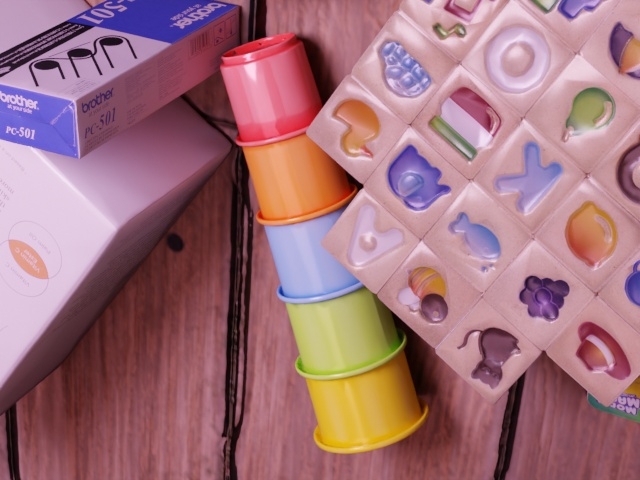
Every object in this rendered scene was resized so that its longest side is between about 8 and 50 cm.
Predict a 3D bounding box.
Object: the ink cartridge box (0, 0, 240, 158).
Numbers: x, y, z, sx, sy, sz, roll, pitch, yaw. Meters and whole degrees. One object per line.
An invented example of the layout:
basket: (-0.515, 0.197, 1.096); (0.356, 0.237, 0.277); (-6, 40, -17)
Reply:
ink cartridge box: (-0.151, -0.126, 1.005); (0.097, 0.207, 0.046); (15, 122, 24)

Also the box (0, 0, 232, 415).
box: (-0.269, -0.016, 1.162); (0.215, 0.168, 0.345); (45, 128, 2)

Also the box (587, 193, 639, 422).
box: (0.247, 0.052, 0.970); (0.105, 0.043, 0.179); (17, 120, 22)

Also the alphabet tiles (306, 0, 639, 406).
alphabet tiles: (0.156, -0.062, 0.931); (0.285, 0.011, 0.342); (42, 116, 8)

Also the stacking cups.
stacking cups: (0.000, 0.000, 1.072); (0.096, 0.096, 0.316); (-7, 106, 33)
